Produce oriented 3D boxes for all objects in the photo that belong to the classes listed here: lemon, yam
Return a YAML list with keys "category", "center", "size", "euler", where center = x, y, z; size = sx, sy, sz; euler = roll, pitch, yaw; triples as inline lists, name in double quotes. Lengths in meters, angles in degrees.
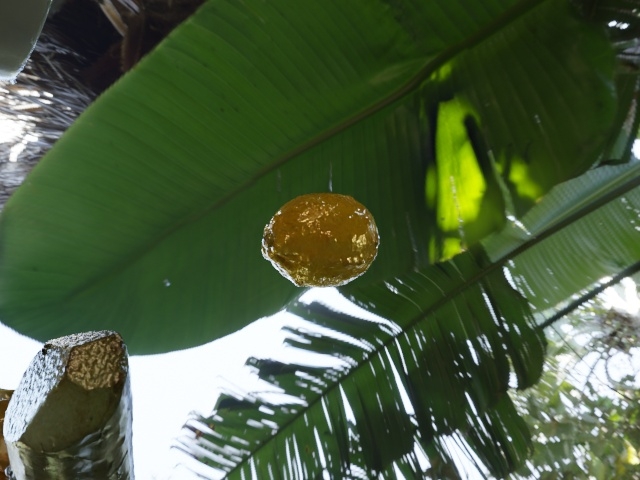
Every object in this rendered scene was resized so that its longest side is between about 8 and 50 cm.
- category: "lemon"
  center: [0.000, 0.000, 0.773]
  size: [0.155, 0.114, 0.114]
  euler: [-6, -87, -31]
- category: "yam"
  center: [-0.137, 0.110, 0.356]
  size: [0.070, 0.069, 0.146]
  euler: [11, -51, 1]

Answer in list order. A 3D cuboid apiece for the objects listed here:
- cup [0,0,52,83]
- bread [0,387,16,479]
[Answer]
- category: "cup"
  center: [-0.235, -0.172, 0.291]
  size: [0.226, 0.241, 0.185]
  euler: [11, -82, -39]
- category: "bread"
  center: [-0.354, 0.354, 0.755]
  size: [0.212, 0.270, 0.315]
  euler: [15, -67, -27]
